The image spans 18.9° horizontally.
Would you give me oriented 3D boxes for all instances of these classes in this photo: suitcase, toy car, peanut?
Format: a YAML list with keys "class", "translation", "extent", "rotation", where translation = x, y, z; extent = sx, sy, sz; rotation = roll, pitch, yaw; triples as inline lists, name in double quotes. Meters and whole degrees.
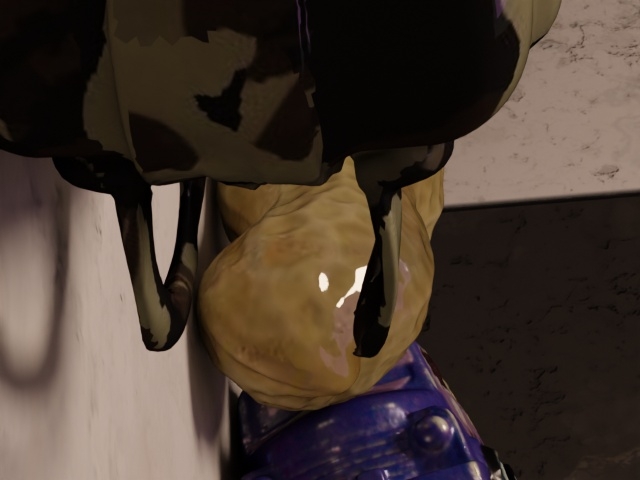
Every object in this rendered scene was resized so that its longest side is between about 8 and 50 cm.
- class: "suitcase"
  translation: [-0.011, -0.131, 0.605]
  extent: [0.351, 0.194, 0.339]
  rotation: [-62, 150, -82]
- class: "toy car"
  translation: [0.024, 0.139, 1.133]
  extent: [0.235, 0.172, 0.158]
  rotation: [64, 5, -73]
- class: "peanut"
  translation: [0.000, 0.000, 1.088]
  extent: [0.298, 0.136, 0.120]
  rotation: [-77, 178, -63]
